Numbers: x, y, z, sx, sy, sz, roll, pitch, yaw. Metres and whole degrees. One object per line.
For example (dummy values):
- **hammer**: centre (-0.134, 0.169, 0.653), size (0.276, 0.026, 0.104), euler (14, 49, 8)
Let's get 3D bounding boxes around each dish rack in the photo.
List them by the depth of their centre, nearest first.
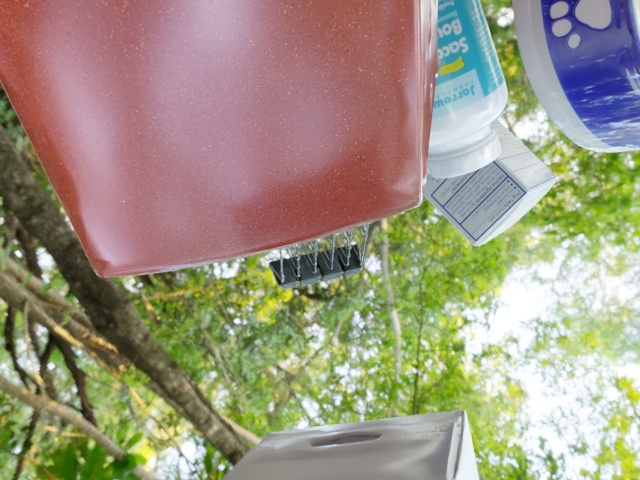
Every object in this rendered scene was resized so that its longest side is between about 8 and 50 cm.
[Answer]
- **dish rack**: centre (0.000, 0.000, 1.348), size (0.208, 0.271, 0.074), euler (-12, -123, -11)

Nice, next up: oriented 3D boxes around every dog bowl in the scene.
- **dog bowl**: centre (0.295, -0.213, 0.580), size (0.265, 0.265, 0.104), euler (-40, -156, -27)

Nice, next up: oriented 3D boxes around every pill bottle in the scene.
- **pill bottle**: centre (0.127, -0.209, 0.759), size (0.146, 0.264, 0.146), euler (-22, -161, 8)

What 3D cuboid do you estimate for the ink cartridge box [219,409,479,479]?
- **ink cartridge box**: centre (0.034, 0.256, 0.443), size (0.171, 0.232, 0.168), euler (-12, 178, 13)

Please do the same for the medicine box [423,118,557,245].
- **medicine box**: centre (0.291, -0.157, 1.289), size (0.149, 0.289, 0.263), euler (-49, 165, 28)

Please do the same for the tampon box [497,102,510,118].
- **tampon box**: centre (0.321, -0.292, 1.495), size (0.120, 0.101, 0.161), euler (0, 142, -46)

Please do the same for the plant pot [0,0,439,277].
- **plant pot**: centre (-0.038, -0.147, 0.460), size (0.236, 0.267, 0.267), euler (3, -135, 12)
